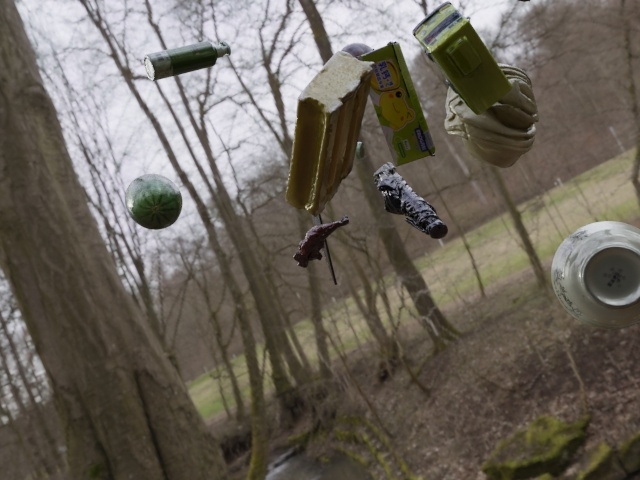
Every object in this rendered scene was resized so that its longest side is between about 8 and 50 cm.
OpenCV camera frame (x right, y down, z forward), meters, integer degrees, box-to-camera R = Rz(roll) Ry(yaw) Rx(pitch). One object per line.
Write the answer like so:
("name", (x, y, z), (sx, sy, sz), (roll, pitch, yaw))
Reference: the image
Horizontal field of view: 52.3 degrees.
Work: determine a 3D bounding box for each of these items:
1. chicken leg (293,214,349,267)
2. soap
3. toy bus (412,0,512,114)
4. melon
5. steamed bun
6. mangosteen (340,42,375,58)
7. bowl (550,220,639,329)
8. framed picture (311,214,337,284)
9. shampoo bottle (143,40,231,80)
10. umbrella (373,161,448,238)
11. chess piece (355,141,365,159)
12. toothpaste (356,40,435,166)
("chicken leg", (-0.006, -0.001, 1.869), (0.090, 0.048, 0.219), (17, -56, -32))
("soap", (0.014, -0.215, 1.369), (0.199, 0.091, 0.315), (-55, -14, -35))
("toy bus", (0.360, -0.455, 1.642), (0.128, 0.150, 0.262), (-39, -52, 14))
("melon", (-0.546, -0.129, 2.127), (0.182, 0.182, 0.288), (-24, 22, -18))
("steamed bun", (0.503, -0.366, 1.888), (0.276, 0.289, 0.203), (12, 5, -1))
("mangosteen", (0.115, -0.559, 2.180), (0.200, 0.199, 0.200), (-26, -7, -3))
("bowl", (0.607, 0.073, 1.354), (0.238, 0.237, 0.126), (-28, -10, 14))
("framed picture", (-0.008, -0.050, 2.033), (0.013, 0.244, 0.323), (-17, -48, -3))
("shampoo bottle", (-0.300, -0.419, 1.495), (0.205, 0.065, 0.065), (-23, -7, -28))
("umbrella", (0.259, -0.108, 1.947), (0.106, 0.357, 0.113), (-33, -50, -2))
("chess piece", (0.073, -0.300, 2.216), (0.149, 0.059, 0.059), (-2, 2, 20))
("toothpaste", (0.210, -0.367, 1.777), (0.110, 0.327, 0.077), (-16, 11, 27))
